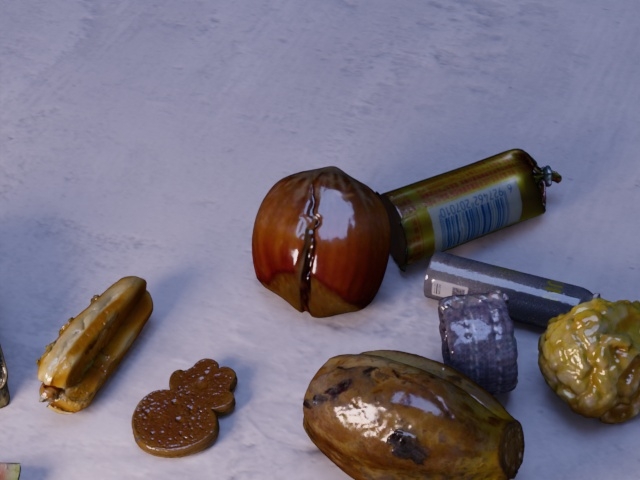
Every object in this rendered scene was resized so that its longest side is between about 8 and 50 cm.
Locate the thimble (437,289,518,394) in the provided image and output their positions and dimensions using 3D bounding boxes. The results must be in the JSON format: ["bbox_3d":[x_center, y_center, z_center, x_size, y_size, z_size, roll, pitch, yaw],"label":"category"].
[{"bbox_3d":[0.216,0.143,1.883,0.098,0.150,0.150,-6,42,1],"label":"thimble"}]

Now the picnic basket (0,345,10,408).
[{"bbox_3d":[-0.545,0.125,1.952,0.165,0.139,0.267,-13,43,-11],"label":"picnic basket"}]

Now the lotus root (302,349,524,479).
[{"bbox_3d":[0.120,0.233,1.769,0.291,0.193,0.193,20,47,24],"label":"lotus root"}]

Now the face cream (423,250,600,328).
[{"bbox_3d":[0.292,0.082,1.998,0.283,0.073,0.073,15,45,18],"label":"face cream"}]

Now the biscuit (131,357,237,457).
[{"bbox_3d":[-0.184,0.235,1.893,0.124,0.026,0.175,24,49,25],"label":"biscuit"}]

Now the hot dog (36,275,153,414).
[{"bbox_3d":[-0.319,0.141,1.944,0.072,0.109,0.269,7,39,24],"label":"hot dog"}]

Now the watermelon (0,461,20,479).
[{"bbox_3d":[-0.486,0.350,1.744,0.193,0.137,0.145,-2,77,1],"label":"watermelon"}]

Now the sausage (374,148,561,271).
[{"bbox_3d":[0.237,-0.064,2.133,0.317,0.117,0.125,-20,60,-20],"label":"sausage"}]

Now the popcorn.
[{"bbox_3d":[0.386,0.162,1.861,0.180,0.180,0.170,-27,22,-24],"label":"popcorn"}]

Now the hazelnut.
[{"bbox_3d":[-0.001,0.000,2.024,0.212,0.181,0.181,12,43,15],"label":"hazelnut"}]
